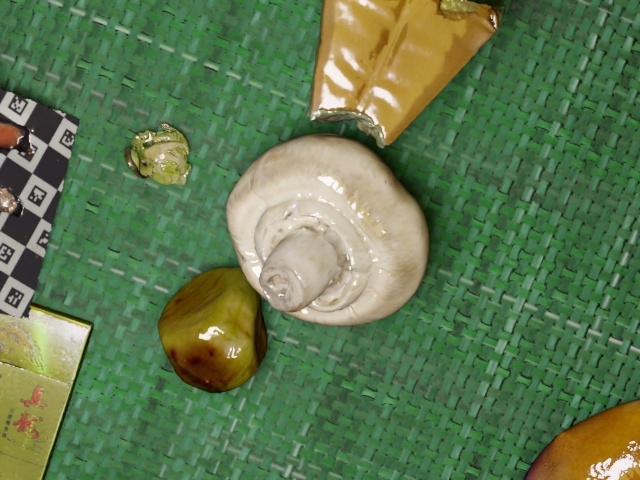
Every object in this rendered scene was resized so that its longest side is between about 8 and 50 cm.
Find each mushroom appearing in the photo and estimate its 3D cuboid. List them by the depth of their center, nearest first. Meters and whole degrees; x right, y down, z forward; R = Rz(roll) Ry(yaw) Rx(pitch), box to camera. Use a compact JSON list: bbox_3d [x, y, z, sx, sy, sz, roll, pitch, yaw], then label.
[{"bbox_3d":[0.000,0.000,1.613,0.260,0.234,0.254,3,117,17],"label":"mushroom"}]

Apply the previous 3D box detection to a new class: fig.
[{"bbox_3d":[-0.135,0.112,1.678,0.154,0.144,0.165,20,71,-36],"label":"fig"}]

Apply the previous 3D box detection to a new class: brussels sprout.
[{"bbox_3d":[-0.214,-0.109,1.696,0.085,0.058,0.085,0,88,14],"label":"brussels sprout"}]

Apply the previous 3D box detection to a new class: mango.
[{"bbox_3d":[0.396,0.316,1.702,0.287,0.152,0.201,-32,101,2],"label":"mango"}]

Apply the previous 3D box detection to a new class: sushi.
[{"bbox_3d":[-0.430,-0.054,1.661,0.193,0.043,0.279,17,85,-40],"label":"sushi"}]

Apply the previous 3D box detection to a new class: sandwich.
[{"bbox_3d":[0.104,-0.213,1.645,0.227,0.155,0.198,8,97,-2],"label":"sandwich"}]

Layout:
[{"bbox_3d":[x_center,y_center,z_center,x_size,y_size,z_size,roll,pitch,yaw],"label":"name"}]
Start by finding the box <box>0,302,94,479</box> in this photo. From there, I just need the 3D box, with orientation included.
[{"bbox_3d":[-0.429,0.230,1.728,0.173,0.043,0.311,19,94,-3],"label":"box"}]
